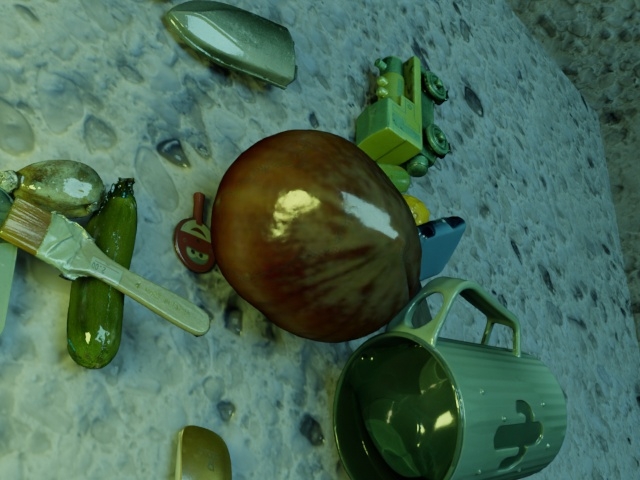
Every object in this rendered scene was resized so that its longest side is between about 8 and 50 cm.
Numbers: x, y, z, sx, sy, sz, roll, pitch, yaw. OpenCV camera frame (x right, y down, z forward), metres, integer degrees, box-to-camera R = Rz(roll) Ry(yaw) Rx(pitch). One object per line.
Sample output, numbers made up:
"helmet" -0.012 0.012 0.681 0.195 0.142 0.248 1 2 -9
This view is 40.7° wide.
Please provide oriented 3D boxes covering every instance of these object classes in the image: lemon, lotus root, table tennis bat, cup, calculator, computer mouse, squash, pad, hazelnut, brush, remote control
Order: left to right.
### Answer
"remote control" -0.459 0.033 1.140 0.104 0.052 0.248 31 47 -42
"lotus root" -0.393 -0.076 1.265 0.165 0.088 0.088 4 65 -31
"squash" -0.323 0.037 1.291 0.087 0.087 0.332 32 49 -39
"brush" -0.295 0.047 1.236 0.336 0.020 0.086 33 49 -24
"table tennis bat" -0.220 -0.015 1.529 0.098 0.019 0.155 28 52 -42
"computer mouse" -0.183 0.378 1.313 0.102 0.044 0.199 30 47 -37
"hazelnut" 0.000 0.000 1.541 0.409 0.359 0.359 40 42 -26
"squash" 0.158 -0.141 2.050 0.188 0.095 0.095 -5 74 -55
"lemon" 0.200 -0.052 2.034 0.114 0.114 0.155 65 24 -1
"pad" 0.214 0.211 1.933 0.233 0.022 0.174 -67 143 -48
"calculator" 0.248 0.024 2.017 0.051 0.173 0.293 37 27 24
"cup" 0.270 0.298 1.627 0.392 0.401 0.310 7 30 -42

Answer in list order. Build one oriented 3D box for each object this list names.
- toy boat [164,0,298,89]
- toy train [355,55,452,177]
"toy boat" -0.179 -0.409 1.763 0.319 0.092 0.141 13 60 -42
"toy train" 0.208 -0.335 2.199 0.237 0.150 0.369 31 45 -32
